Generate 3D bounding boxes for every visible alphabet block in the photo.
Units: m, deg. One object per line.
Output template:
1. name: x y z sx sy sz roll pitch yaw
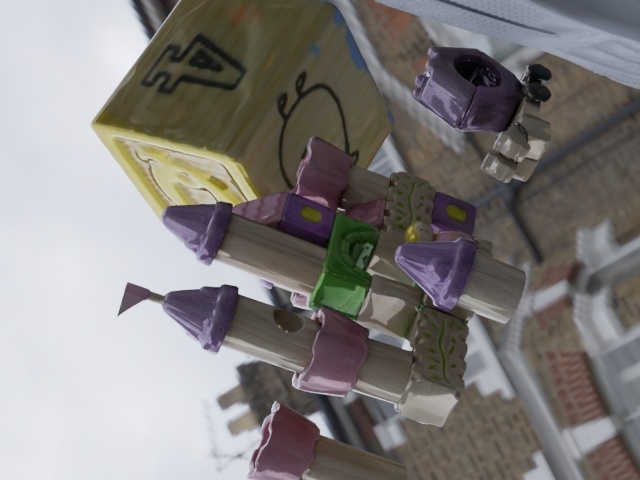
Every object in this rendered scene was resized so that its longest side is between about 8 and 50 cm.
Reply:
1. alphabet block: -0.073 -0.116 1.328 0.197 0.193 0.192 -59 -38 -23

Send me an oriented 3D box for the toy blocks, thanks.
1. toy blocks: 0.000 0.000 1.067 0.260 0.309 0.289 21 -143 -6

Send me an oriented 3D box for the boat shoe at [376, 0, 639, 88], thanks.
1. boat shoe: 0.182 -0.157 0.750 0.335 0.121 0.119 13 -93 -26
